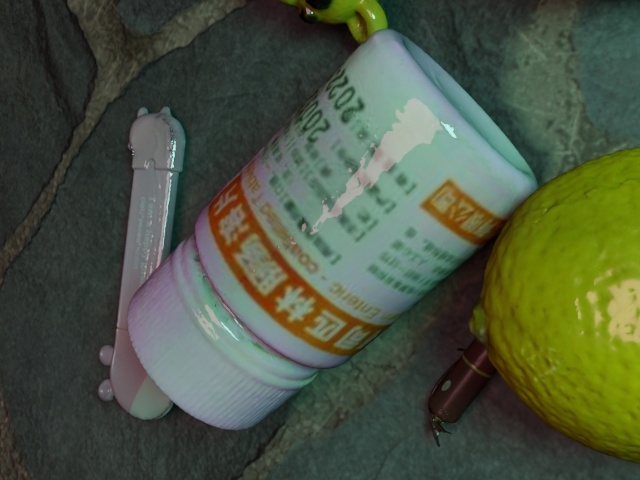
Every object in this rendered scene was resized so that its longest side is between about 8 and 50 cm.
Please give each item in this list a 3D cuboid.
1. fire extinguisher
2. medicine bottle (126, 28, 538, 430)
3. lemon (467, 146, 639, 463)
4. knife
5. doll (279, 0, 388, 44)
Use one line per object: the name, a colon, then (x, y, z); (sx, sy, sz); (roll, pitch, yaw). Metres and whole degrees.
fire extinguisher: (0.145, 0.142, 0.772); (0.132, 0.039, 0.056); (-57, 32, 15)
medicine bottle: (0.000, 0.000, 0.755); (0.388, 0.219, 0.219); (-42, 70, 20)
lemon: (0.264, 0.049, 0.596); (0.267, 0.267, 0.267); (-1, 87, 28)
knife: (-0.218, 0.026, 0.976); (0.132, 0.038, 0.399); (4, 88, 27)
doll: (-0.033, -0.443, 0.785); (0.423, 0.161, 0.348); (55, 154, 32)
